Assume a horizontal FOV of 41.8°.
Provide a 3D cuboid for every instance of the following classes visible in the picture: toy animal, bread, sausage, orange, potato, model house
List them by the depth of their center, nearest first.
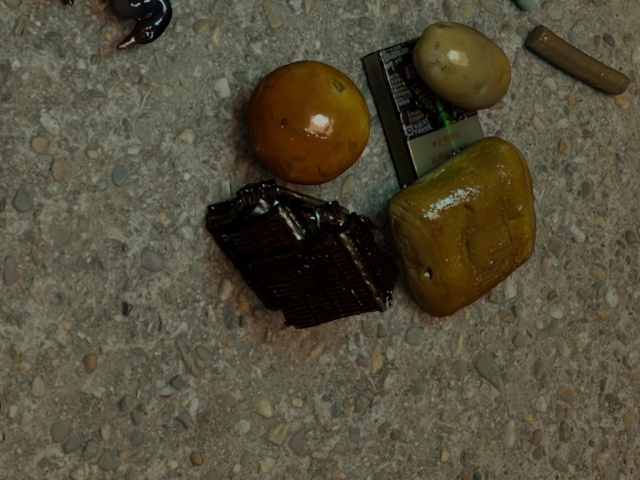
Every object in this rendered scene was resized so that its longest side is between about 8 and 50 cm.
[{"bbox_3d":[-0.378,-0.486,1.474,0.185,0.122,0.299,-17,90,-14],"label":"toy animal"},{"bbox_3d":[0.000,0.000,1.563,0.297,0.282,0.317,-37,106,-21],"label":"model house"},{"bbox_3d":[-0.024,-0.221,1.586,0.239,0.240,0.240,0,90,-26],"label":"orange"},{"bbox_3d":[0.293,-0.351,1.702,0.233,0.146,0.150,18,112,-26],"label":"potato"},{"bbox_3d":[0.318,-0.015,1.743,0.336,0.148,0.328,-30,122,-20],"label":"bread"},{"bbox_3d":[0.613,-0.421,1.984,0.301,0.065,0.066,23,80,-24],"label":"sausage"}]

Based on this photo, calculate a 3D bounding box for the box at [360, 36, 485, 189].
[{"bbox_3d":[0.228,-0.274,1.786,0.198,0.084,0.310,-22,100,-24],"label":"box"}]

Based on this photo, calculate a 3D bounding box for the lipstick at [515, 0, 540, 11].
[{"bbox_3d":[0.401,-0.628,1.885,0.264,0.059,0.059,42,73,-20],"label":"lipstick"}]
